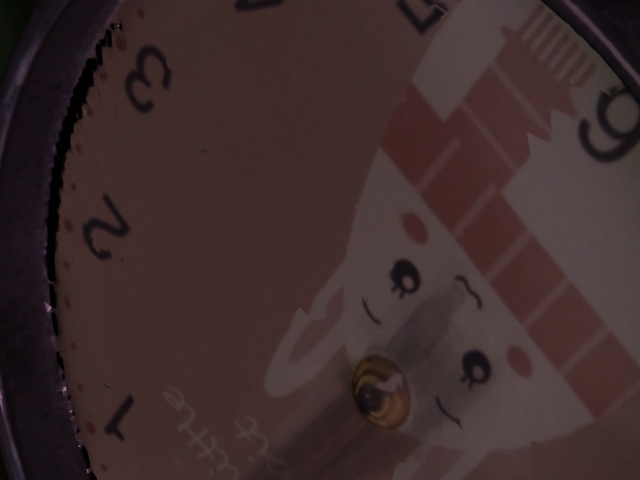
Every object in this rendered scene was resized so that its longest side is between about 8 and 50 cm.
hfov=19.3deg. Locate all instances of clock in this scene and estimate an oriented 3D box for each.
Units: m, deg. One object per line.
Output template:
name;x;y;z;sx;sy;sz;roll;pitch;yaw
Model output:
clock;0.022;0.052;0.649;0.386;0.076;0.386;15;113;39

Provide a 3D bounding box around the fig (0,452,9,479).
fig;-0.178;0.102;0.898;0.098;0.082;0.084;-50;29;-22
